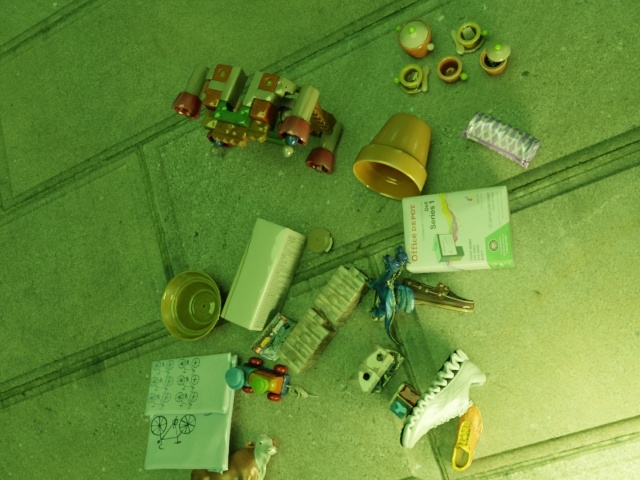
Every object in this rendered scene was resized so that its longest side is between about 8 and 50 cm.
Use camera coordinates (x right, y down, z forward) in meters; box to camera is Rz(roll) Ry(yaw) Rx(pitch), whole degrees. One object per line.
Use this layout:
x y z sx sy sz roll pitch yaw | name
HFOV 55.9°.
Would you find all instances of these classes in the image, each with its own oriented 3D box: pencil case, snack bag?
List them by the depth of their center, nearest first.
0.487 -0.274 1.632 0.206 0.086 0.088 30 58 24 | pencil case
-0.403 0.519 1.819 0.323 0.037 0.343 -9 65 26 | snack bag

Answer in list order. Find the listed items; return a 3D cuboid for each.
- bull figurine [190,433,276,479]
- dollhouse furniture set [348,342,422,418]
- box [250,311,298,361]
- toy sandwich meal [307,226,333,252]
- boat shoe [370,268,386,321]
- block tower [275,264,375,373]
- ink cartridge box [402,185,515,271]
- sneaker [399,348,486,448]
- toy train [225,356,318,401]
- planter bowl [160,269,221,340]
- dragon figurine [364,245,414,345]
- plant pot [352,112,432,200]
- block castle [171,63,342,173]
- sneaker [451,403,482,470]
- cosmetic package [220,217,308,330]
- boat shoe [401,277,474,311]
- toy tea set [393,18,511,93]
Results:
-0.240 0.684 1.736 0.310 0.101 0.188 -25 56 20 | bull figurine
0.200 0.379 1.608 0.183 0.129 0.129 36 94 24 | dollhouse furniture set
-0.128 0.286 1.774 0.137 0.094 0.027 -50 38 6 | box
0.000 0.000 1.810 0.085 0.029 0.086 -5 79 26 | toy sandwich meal
0.174 0.154 1.702 0.056 0.048 0.153 16 87 23 | boat shoe
0.015 0.221 1.731 0.091 0.097 0.335 39 94 23 | block tower
0.368 -0.023 1.619 0.278 0.117 0.201 -6 79 21 | ink cartridge box
0.310 0.416 1.532 0.118 0.110 0.292 37 72 15 | sneaker
-0.142 0.412 1.729 0.248 0.143 0.105 11 85 23 | toy train
-0.384 0.204 1.890 0.217 0.090 0.217 -4 80 21 | planter bowl
0.193 0.159 1.609 0.085 0.144 0.289 -10 95 -22 | dragon figurine
0.219 -0.243 1.688 0.205 0.205 0.188 18 71 23 | plant pot
-0.188 -0.341 1.797 0.453 0.303 0.213 18 81 23 | block castle
0.378 0.506 1.551 0.064 0.067 0.175 6 81 24 | sneaker
-0.162 0.105 1.784 0.113 0.160 0.309 19 87 24 | cosmetic package
0.315 0.147 1.634 0.207 0.073 0.073 9 87 22 | boat shoe
0.362 -0.542 1.708 0.336 0.124 0.200 -4 79 21 | toy tea set
